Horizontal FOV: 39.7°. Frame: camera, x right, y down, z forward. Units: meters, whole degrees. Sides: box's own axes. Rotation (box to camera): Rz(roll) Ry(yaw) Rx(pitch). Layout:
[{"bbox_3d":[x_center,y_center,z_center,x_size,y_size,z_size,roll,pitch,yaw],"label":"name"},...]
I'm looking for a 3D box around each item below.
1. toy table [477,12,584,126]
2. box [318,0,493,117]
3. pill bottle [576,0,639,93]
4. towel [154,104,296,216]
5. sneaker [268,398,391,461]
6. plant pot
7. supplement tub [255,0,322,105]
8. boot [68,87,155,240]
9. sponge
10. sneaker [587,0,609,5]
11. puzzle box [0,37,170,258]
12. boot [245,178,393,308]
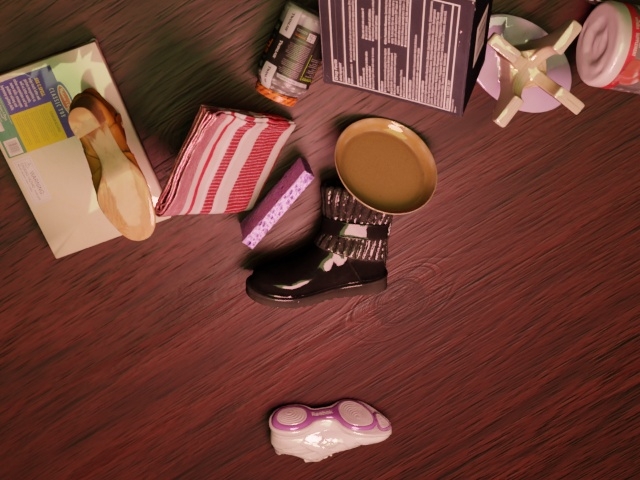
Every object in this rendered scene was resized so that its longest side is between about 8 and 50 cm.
[{"bbox_3d":[0.436,-0.362,1.868,0.274,0.161,0.252,21,108,-15],"label":"toy table"},{"bbox_3d":[0.163,-0.425,1.673,0.293,0.183,0.296,17,147,14],"label":"box"},{"bbox_3d":[0.715,-0.387,1.851,0.318,0.176,0.176,6,112,-14],"label":"pill bottle"},{"bbox_3d":[-0.184,-0.153,1.808,0.037,0.329,0.237,36,109,22],"label":"towel"},{"bbox_3d":[0.022,0.478,2.208,0.304,0.114,0.152,1,126,-4],"label":"sneaker"},{"bbox_3d":[0.138,-0.155,1.908,0.236,0.236,0.032,13,151,-13],"label":"plant pot"},{"bbox_3d":[-0.055,-0.379,1.814,0.117,0.117,0.190,22,107,-16],"label":"supplement tub"},{"bbox_3d":[-0.398,-0.159,1.749,0.104,0.211,0.295,-23,108,3],"label":"boot"},{"bbox_3d":[-0.096,-0.084,1.932,0.031,0.117,0.210,38,103,-19],"label":"sponge"},{"bbox_3d":[0.579,-0.644,1.776,0.134,0.146,0.344,-4,114,-6],"label":"sneaker"},{"bbox_3d":[-0.513,-0.188,1.865,0.272,0.052,0.409,-19,114,1],"label":"puzzle box"},{"bbox_3d":[0.000,-0.002,1.970,0.347,0.131,0.260,-9,121,-16],"label":"boot"}]
